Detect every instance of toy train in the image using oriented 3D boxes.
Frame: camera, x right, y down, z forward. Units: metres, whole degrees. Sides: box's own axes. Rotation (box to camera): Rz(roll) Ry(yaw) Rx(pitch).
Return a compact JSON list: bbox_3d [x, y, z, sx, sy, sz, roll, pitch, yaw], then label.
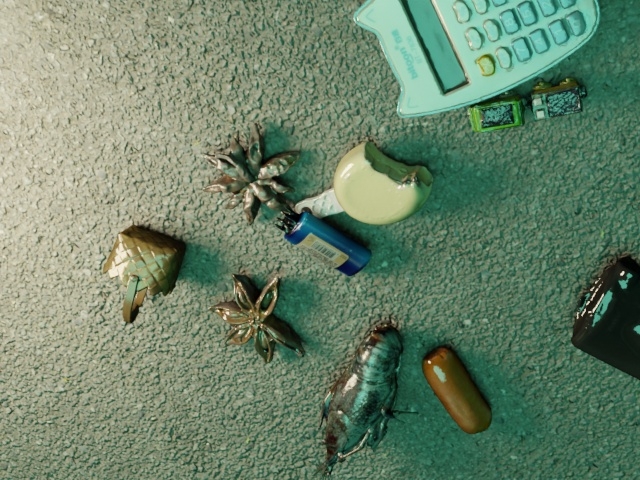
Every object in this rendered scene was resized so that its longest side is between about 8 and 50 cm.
[{"bbox_3d":[0.349,-0.227,1.671,0.202,0.081,0.060,-10,111,14],"label":"toy train"}]

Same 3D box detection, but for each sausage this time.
[{"bbox_3d":[0.266,0.296,1.923,0.076,0.076,0.197,-28,108,20],"label":"sausage"}]

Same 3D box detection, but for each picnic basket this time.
[{"bbox_3d":[-0.347,0.072,1.899,0.138,0.128,0.178,20,106,2],"label":"picnic basket"}]

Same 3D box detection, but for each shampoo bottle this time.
[{"bbox_3d":[0.000,0.000,1.829,0.183,0.050,0.087,31,145,-16],"label":"shampoo bottle"}]

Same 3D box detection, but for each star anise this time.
[{"bbox_3d":[-0.131,0.149,1.937,0.172,0.063,0.208,-10,115,19],"label":"star anise"},{"bbox_3d":[-0.121,-0.111,1.815,0.195,0.065,0.182,-30,111,12],"label":"star anise"}]

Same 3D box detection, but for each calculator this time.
[{"bbox_3d":[0.268,-0.370,1.627,0.386,0.054,0.256,-23,102,17],"label":"calculator"}]

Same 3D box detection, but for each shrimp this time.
[{"bbox_3d":[0.092,0.338,1.930,0.172,0.137,0.372,24,115,17],"label":"shrimp"}]

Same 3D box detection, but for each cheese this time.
[{"bbox_3d":[0.078,-0.074,1.791,0.163,0.070,0.249,40,126,-9],"label":"cheese"}]

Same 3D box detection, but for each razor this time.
[{"bbox_3d":[0.633,0.174,1.781,0.349,0.113,0.204,26,114,0],"label":"razor"}]
